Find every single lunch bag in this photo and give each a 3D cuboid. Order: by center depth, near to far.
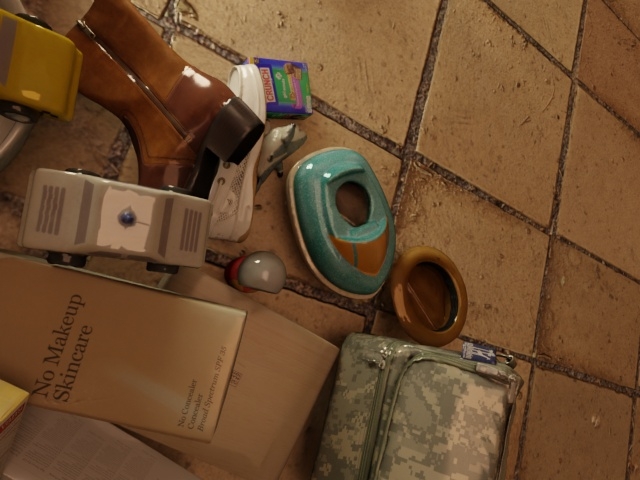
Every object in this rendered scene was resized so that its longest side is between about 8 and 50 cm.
[{"bbox_3d":[0.155,0.304,0.626,0.212,0.256,0.305,32,69,-48],"label":"lunch bag"}]

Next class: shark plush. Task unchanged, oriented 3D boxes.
[{"bbox_3d":[-0.073,-0.130,0.677,0.067,0.073,0.161,45,59,-51],"label":"shark plush"}]

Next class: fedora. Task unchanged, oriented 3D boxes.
[{"bbox_3d":[0.196,0.109,0.789,0.194,0.079,0.194,6,76,-24],"label":"fedora"}]

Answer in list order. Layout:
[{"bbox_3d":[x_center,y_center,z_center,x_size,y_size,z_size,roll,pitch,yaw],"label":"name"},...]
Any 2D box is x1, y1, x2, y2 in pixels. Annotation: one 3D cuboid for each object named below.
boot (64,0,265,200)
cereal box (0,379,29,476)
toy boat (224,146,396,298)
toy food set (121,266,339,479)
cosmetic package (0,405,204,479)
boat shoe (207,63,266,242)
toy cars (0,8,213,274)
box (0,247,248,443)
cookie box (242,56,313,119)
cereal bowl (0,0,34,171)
[{"bbox_3d":[-0.258,-0.149,0.527,0.280,0.096,0.264,41,99,0],"label":"boot"},{"bbox_3d":[-0.396,0.199,0.384,0.173,0.047,0.240,28,112,-6],"label":"cereal box"},{"bbox_3d":[0.000,0.000,0.651,0.318,0.148,0.267,-28,100,-27],"label":"toy boat"},{"bbox_3d":[-0.139,0.197,0.608,0.306,0.092,0.220,32,74,-15],"label":"toy food set"},{"bbox_3d":[-0.270,0.283,0.486,0.239,0.060,0.099,37,31,-7],"label":"cosmetic package"},{"bbox_3d":[-0.145,-0.138,0.610,0.096,0.098,0.277,6,85,-28],"label":"boat shoe"},{"bbox_3d":[-0.263,-0.098,0.392,0.176,0.087,0.394,-45,108,-22],"label":"toy cars"},{"bbox_3d":[-0.253,0.113,0.469,0.311,0.121,0.148,14,80,-7],"label":"box"},{"bbox_3d":[-0.072,-0.256,0.691,0.107,0.040,0.092,-7,91,-28],"label":"cookie box"},{"bbox_3d":[-0.477,-0.175,0.409,0.339,0.141,0.339,2,85,-28],"label":"cereal bowl"}]
